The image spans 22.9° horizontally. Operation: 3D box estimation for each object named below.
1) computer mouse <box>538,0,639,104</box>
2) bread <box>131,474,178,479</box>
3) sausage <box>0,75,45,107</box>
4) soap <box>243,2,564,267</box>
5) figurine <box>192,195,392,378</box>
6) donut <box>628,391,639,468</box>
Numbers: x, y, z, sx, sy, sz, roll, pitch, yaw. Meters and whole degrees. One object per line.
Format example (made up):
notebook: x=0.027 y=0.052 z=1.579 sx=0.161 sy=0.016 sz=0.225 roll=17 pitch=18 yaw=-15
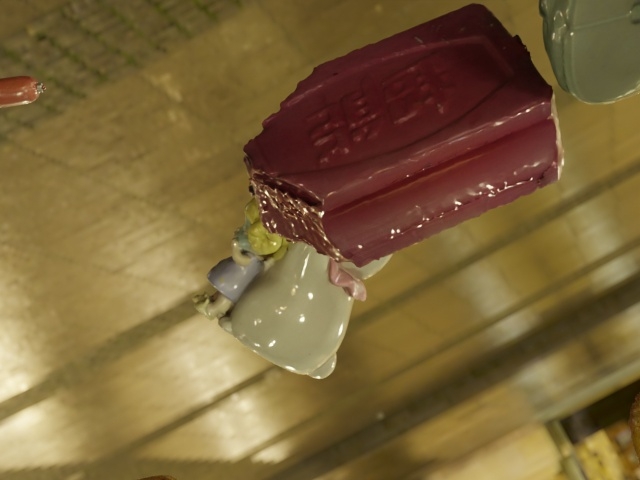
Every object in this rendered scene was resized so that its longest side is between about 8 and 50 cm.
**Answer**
computer mouse: x=0.299 y=-0.218 z=1.224 sx=0.331 sy=0.095 sz=0.197 roll=-30 pitch=134 yaw=-33
bread: x=-0.182 y=0.266 z=0.948 sx=0.294 sy=0.132 sz=0.167 roll=-32 pitch=140 yaw=-22
sausage: x=-0.376 y=-0.138 z=1.564 sx=0.223 sy=0.029 sz=0.029 roll=-6 pitch=174 yaw=13
soap: x=0.062 y=-0.077 z=1.289 sx=0.250 sy=0.162 sz=0.099 roll=-24 pitch=137 yaw=-6
figurine: x=0.000 y=0.000 z=1.505 sx=0.235 sy=0.155 sz=0.127 roll=-58 pitch=-179 yaw=4
donut: x=0.418 y=0.201 z=1.503 sx=0.253 sy=0.253 sz=0.118 roll=-21 pitch=144 yaw=-29
